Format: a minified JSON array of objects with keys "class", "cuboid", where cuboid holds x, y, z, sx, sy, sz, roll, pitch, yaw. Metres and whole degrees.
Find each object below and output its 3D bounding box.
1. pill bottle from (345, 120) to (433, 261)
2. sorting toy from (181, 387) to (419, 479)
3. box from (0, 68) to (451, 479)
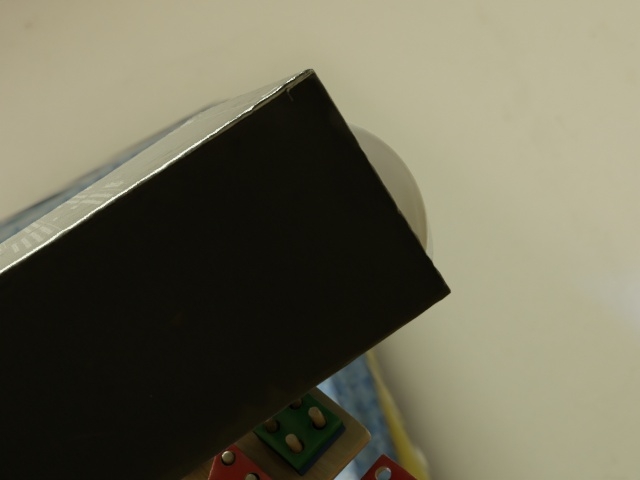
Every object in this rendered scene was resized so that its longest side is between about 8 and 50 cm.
[{"class":"pill bottle","cuboid":[0.000,0.000,0.968,0.146,0.146,0.264,-29,-7,2]},{"class":"sorting toy","cuboid":[-0.052,0.142,1.026,0.132,0.274,0.046,-45,-31,-12]},{"class":"box","cuboid":[-0.079,0.025,0.624,0.184,0.103,0.261,-36,9,-9]}]
